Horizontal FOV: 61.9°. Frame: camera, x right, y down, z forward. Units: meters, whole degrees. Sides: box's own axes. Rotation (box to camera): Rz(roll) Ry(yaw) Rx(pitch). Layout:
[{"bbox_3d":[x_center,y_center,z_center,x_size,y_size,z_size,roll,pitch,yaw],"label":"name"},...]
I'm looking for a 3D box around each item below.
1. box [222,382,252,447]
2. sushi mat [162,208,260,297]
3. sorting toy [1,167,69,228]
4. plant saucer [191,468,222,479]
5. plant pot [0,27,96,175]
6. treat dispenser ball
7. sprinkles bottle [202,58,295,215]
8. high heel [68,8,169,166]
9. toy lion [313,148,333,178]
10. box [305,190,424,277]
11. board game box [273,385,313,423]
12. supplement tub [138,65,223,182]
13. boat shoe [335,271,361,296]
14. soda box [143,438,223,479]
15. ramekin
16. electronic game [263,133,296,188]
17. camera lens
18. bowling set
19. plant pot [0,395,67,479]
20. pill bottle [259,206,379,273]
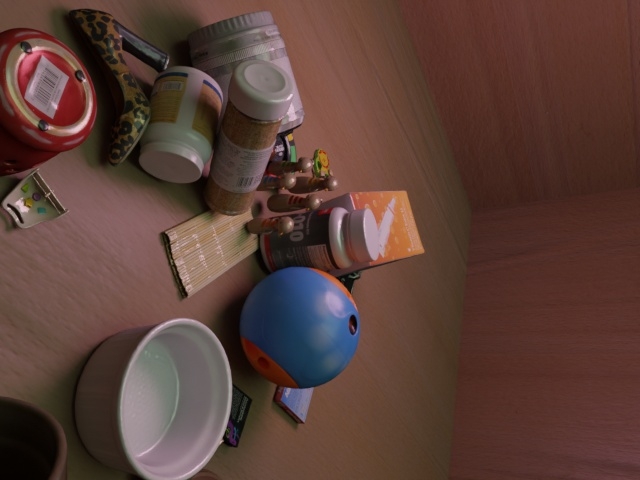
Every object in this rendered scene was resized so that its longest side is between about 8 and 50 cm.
[{"bbox_3d":[-0.219,0.377,1.192,0.162,0.029,0.116,54,40,-40],"label":"box"},{"bbox_3d":[-0.241,0.001,1.246,0.316,0.019,0.152,-40,119,-58],"label":"sushi mat"},{"bbox_3d":[-0.456,-0.059,0.838,0.075,0.044,0.083,-55,132,-42],"label":"sorting toy"},{"bbox_3d":[-0.253,0.608,1.067,0.278,0.041,0.278,21,65,-58],"label":"plant saucer"},{"bbox_3d":[-0.436,-0.197,0.768,0.191,0.174,0.191,20,67,-61],"label":"plant pot"},{"bbox_3d":[-0.049,0.207,1.274,0.288,0.288,0.288,22,65,-59],"label":"treat dispenser ball"},{"bbox_3d":[-0.160,-0.199,1.116,0.121,0.355,0.121,12,52,-15],"label":"sprinkles bottle"},{"bbox_3d":[-0.401,-0.281,0.975,0.186,0.093,0.261,25,70,-37],"label":"high heel"},{"bbox_3d":[0.003,-0.252,1.746,0.100,0.034,0.096,-22,97,-61],"label":"toy lion"},{"bbox_3d":[0.143,-0.025,1.622,0.345,0.168,0.215,-9,82,-53],"label":"box"},{"bbox_3d":[-0.051,0.353,1.511,0.145,0.027,0.281,58,37,-41],"label":"board game box"},{"bbox_3d":[-0.284,-0.233,1.083,0.144,0.144,0.200,40,50,-52],"label":"supplement tub"},{"bbox_3d":[0.083,0.088,1.735,0.113,0.104,0.307,13,72,-60],"label":"boat shoe"},{"bbox_3d":[-0.269,0.437,1.029,0.058,0.061,0.181,39,30,11],"label":"soda box"},{"bbox_3d":[-0.296,0.281,0.957,0.277,0.135,0.277,23,64,-59],"label":"ramekin"},{"bbox_3d":[-0.131,-0.256,1.476,0.229,0.048,0.230,22,64,-59],"label":"electronic game"},{"bbox_3d":[-0.169,-0.365,1.246,0.219,0.219,0.274,-45,123,-56],"label":"camera lens"},{"bbox_3d":[-0.086,-0.153,1.353,0.287,0.154,0.200,-56,136,-45],"label":"bowling set"},{"bbox_3d":[-0.433,0.366,0.556,0.323,0.323,0.281,-26,124,-60],"label":"plant pot"},{"bbox_3d":[0.000,0.000,1.396,0.161,0.283,0.161,-8,90,-70],"label":"pill bottle"}]
